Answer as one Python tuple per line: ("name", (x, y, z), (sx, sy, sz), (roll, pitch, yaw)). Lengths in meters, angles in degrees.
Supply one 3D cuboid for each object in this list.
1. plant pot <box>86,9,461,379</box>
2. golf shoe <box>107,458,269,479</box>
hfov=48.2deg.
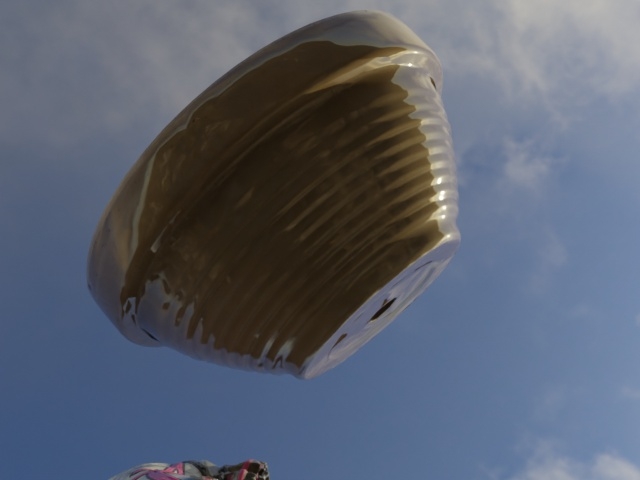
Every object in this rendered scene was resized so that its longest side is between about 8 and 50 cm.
("plant pot", (0.000, 0.000, 0.407), (0.237, 0.110, 0.237), (-38, -18, -14))
("golf shoe", (-0.077, 0.140, 0.332), (0.086, 0.186, 0.067), (0, -104, 5))
